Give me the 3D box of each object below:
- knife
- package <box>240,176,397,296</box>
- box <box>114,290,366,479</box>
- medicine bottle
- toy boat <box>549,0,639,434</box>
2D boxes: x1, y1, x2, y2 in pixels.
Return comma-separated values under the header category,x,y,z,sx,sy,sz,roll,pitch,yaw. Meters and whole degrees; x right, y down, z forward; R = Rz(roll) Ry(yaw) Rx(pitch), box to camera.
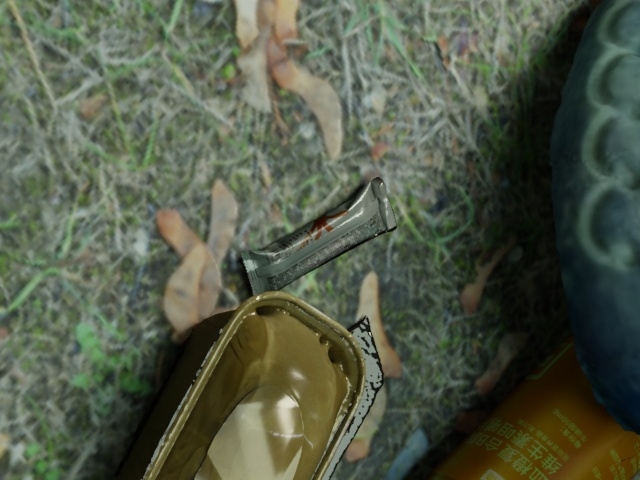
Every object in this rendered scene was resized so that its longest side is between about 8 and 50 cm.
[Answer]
category,x,y,z,sx,sy,sz,roll,pitch,yaw
knife,-0.020,0.148,1.065,0.060,0.028,0.230,33,76,-19
package,0.000,0.000,1.059,0.110,0.015,0.037,-30,111,-28
box,-0.047,0.116,0.993,0.111,0.111,0.177,34,78,-31
medicine bottle,0.135,0.151,1.119,0.192,0.096,0.096,-41,116,-21
toy boat,0.255,-0.027,1.100,0.215,0.123,0.330,37,52,-31
